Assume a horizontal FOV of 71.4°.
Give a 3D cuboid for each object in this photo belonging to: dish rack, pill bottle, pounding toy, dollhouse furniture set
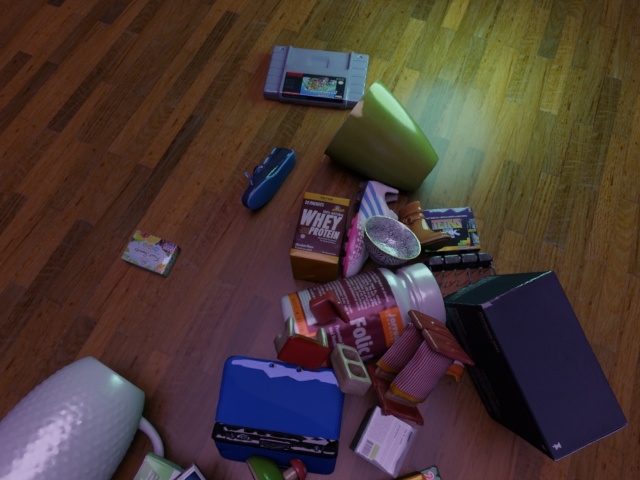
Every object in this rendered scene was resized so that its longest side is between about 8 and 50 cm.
[{"bbox_3d":[0.412,0.164,1.266,0.208,0.074,0.272,-5,69,0],"label":"dish rack"},{"bbox_3d":[0.107,0.201,1.166,0.391,0.224,0.224,-16,68,-6],"label":"pill bottle"},{"bbox_3d":[-0.070,0.582,1.016,0.110,0.183,0.237,-26,85,-21],"label":"pounding toy"},{"bbox_3d":[0.112,0.243,0.972,0.373,0.152,0.201,23,108,-23],"label":"dollhouse furniture set"}]

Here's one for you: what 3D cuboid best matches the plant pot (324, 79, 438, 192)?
[{"bbox_3d":[0.209,-0.292,1.380,0.293,0.275,0.275,37,71,-3],"label":"plant pot"}]

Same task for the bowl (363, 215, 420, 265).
[{"bbox_3d":[0.183,0.016,1.230,0.169,0.080,0.170,16,38,-13],"label":"bowl"}]

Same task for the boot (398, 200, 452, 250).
[{"bbox_3d":[0.293,-0.044,1.298,0.072,0.197,0.153,20,66,-36],"label":"boot"}]

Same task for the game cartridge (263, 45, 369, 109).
[{"bbox_3d":[-0.012,-0.586,1.596,0.354,0.068,0.231,7,63,3],"label":"game cartridge"}]

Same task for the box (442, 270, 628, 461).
[{"bbox_3d":[0.463,0.265,1.041,0.178,0.312,0.344,-24,86,-4],"label":"box"}]

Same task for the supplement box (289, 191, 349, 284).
[{"bbox_3d":[0.000,0.000,1.270,0.128,0.191,0.194,10,66,4],"label":"supplement box"}]

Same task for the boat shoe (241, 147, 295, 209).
[{"bbox_3d":[-0.176,-0.198,1.419,0.088,0.109,0.258,24,53,18],"label":"boat shoe"}]

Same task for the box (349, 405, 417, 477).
[{"bbox_3d":[0.143,0.474,1.060,0.103,0.203,0.114,28,70,11],"label":"box"}]

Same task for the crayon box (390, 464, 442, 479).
[{"bbox_3d":[0.170,0.679,1.039,0.318,0.081,0.203,-16,67,-7],"label":"crayon box"}]

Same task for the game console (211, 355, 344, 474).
[{"bbox_3d":[-0.096,0.430,1.082,0.292,0.250,0.174,8,49,4],"label":"game console"}]

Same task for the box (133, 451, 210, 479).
[{"bbox_3d":[-0.312,0.666,1.012,0.321,0.058,0.233,31,69,-8],"label":"box"}]

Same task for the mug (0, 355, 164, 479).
[{"bbox_3d":[-0.551,0.486,1.048,0.374,0.276,0.328,42,62,-15],"label":"mug"}]

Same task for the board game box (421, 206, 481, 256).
[{"bbox_3d":[0.387,-0.026,1.358,0.170,0.048,0.141,-4,68,-2],"label":"board game box"}]

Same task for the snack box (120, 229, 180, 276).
[{"bbox_3d":[-0.509,0.039,1.339,0.141,0.037,0.100,18,69,8],"label":"snack box"}]

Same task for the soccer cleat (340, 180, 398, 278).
[{"bbox_3d":[0.153,-0.033,1.325,0.143,0.116,0.332,14,67,5],"label":"soccer cleat"}]

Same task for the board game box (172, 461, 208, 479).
[{"bbox_3d":[-0.264,0.675,0.963,0.192,0.053,0.305,-36,88,-22],"label":"board game box"}]

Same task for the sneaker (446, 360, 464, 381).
[{"bbox_3d":[0.298,0.333,1.198,0.174,0.064,0.068,17,78,11],"label":"sneaker"}]
